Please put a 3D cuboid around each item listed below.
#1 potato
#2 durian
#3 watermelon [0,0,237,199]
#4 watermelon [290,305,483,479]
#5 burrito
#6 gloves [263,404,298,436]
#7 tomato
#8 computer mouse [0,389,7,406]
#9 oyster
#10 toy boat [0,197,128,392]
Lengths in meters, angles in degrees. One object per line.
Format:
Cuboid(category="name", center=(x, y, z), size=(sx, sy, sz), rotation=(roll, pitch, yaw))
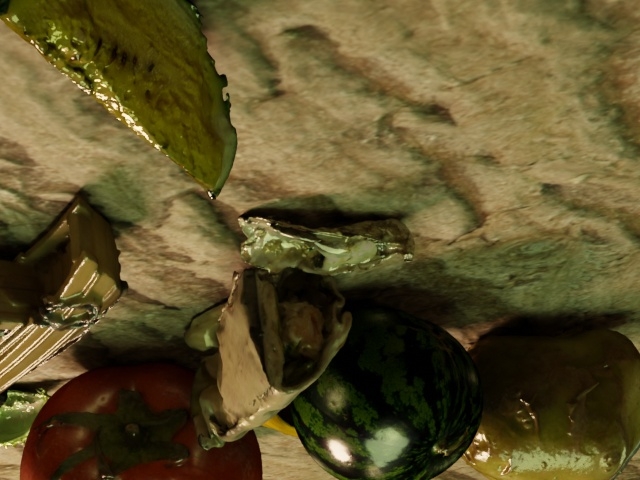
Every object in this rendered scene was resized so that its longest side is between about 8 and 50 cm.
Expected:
Cuboid(category="potato", center=(0.321, 0.240, 1.724), size=(0.299, 0.246, 0.196), rotation=(-23, 153, 22))
Cuboid(category="durian", center=(-0.477, 0.261, 1.819), size=(0.215, 0.086, 0.100), rotation=(1, 141, -7))
Cuboid(category="watermelon", center=(-0.162, -0.140, 0.951), size=(0.123, 0.129, 0.301), rotation=(-18, 147, 21))
Cuboid(category="watermelon", center=(0.085, 0.213, 1.616), size=(0.269, 0.269, 0.269), rotation=(-4, 155, -2))
Cuboid(category="burrito", center=(-0.078, 0.146, 1.523), size=(0.135, 0.190, 0.332), rotation=(-6, 161, -26))
Cuboid(category="gloves", center=(-0.047, 0.265, 1.904), size=(0.133, 0.116, 0.294), rotation=(27, 160, -3))
Cuboid(category="tomato", center=(-0.255, 0.347, 1.711), size=(0.341, 0.341, 0.273), rotation=(-2, 135, -5))
Cuboid(category="computer mouse", center=(-0.477, 0.201, 1.690), size=(0.047, 0.079, 0.135), rotation=(-28, 159, 4))
Cuboid(category="oyster", center=(-0.001, 0.002, 1.382), size=(0.200, 0.061, 0.106), rotation=(15, 138, -15))
Cuboid(category="toy boat", center=(-0.379, 0.083, 1.407), size=(0.162, 0.136, 0.445), rotation=(13, 145, -42))
